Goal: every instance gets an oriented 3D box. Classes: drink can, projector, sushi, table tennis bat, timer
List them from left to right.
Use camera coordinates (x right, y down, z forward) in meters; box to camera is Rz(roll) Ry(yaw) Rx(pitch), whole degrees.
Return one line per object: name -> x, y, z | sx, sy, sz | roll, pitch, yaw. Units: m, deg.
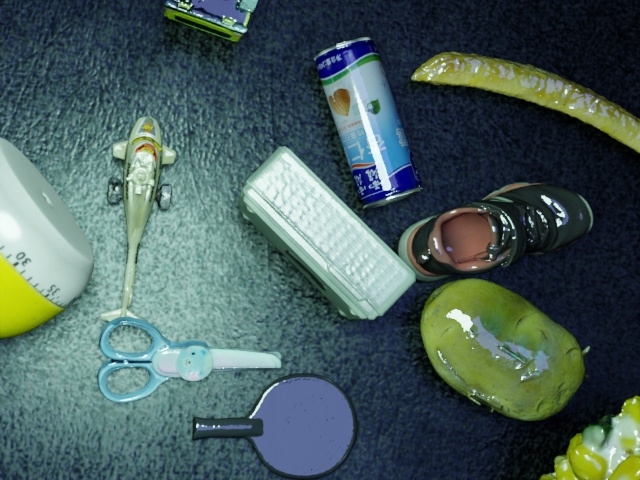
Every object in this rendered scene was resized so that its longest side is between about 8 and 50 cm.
timer -> -0.462, 0.024, 1.726 | 0.285, 0.285, 0.285 | 1, 84, -9
table tennis bat -> -0.063, 0.263, 1.872 | 0.236, 0.027, 0.150 | 0, 84, -10
projector -> 0.000, 0.000, 1.827 | 0.256, 0.192, 0.099 | 44, 84, -2
drink can -> 0.068, -0.168, 1.903 | 0.097, 0.097, 0.235 | -17, 87, -10
sushi -> 0.436, 0.349, 1.795 | 0.285, 0.328, 0.329 | 20, 83, 5

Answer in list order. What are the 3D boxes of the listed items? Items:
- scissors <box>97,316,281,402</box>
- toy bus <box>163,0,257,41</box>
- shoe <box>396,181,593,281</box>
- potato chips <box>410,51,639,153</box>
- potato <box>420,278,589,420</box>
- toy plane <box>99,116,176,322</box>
scissors -> -0.181, 0.165, 1.850 | 0.256, 0.030, 0.125 | 1, 110, -14
toy bus -> -0.126, -0.424, 1.872 | 0.128, 0.150, 0.262 | 19, 87, -7
shoe -> 0.256, -0.019, 1.893 | 0.291, 0.137, 0.114 | -16, 87, -11
potato chips -> 0.334, -0.211, 1.966 | 0.407, 0.057, 0.080 | 18, 95, -7
potato -> 0.253, 0.155, 1.872 | 0.248, 0.143, 0.169 | 37, 70, -3
toy plane -> -0.255, -0.029, 1.841 | 0.092, 0.108, 0.286 | 8, 95, -9
